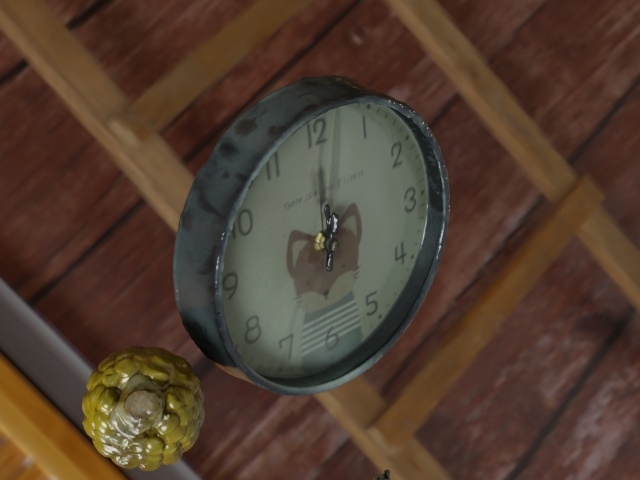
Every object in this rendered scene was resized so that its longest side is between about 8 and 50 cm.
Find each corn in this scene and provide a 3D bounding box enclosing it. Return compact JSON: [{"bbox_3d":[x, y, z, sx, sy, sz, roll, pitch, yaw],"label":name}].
[{"bbox_3d":[-0.175,0.168,1.363,0.120,0.120,0.363,-45,180,-10],"label":"corn"}]

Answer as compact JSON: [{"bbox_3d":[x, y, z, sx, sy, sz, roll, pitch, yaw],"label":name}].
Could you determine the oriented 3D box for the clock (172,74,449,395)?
[{"bbox_3d":[0.000,0.000,1.360,0.067,0.325,0.325,25,-118,43],"label":"clock"}]

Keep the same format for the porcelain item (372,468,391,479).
[{"bbox_3d":[0.036,0.362,1.413,0.186,0.138,0.288,-30,142,-3],"label":"porcelain item"}]
